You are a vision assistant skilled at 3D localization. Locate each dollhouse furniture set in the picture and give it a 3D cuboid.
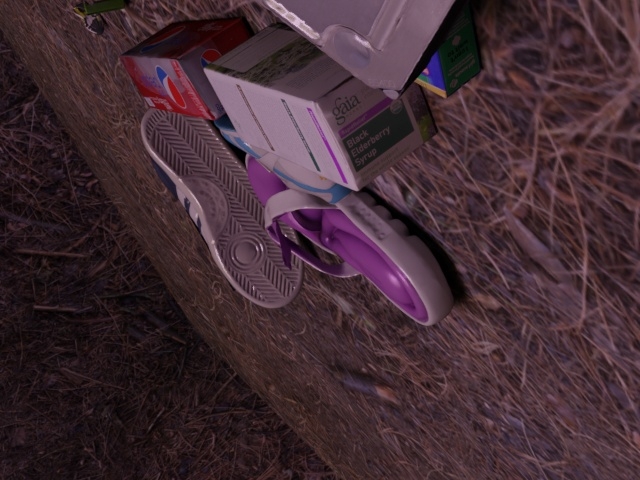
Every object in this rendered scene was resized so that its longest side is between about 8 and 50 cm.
[{"bbox_3d":[-0.332,-0.408,1.332,0.076,0.059,0.151,-155,50,-74],"label":"dollhouse furniture set"}]

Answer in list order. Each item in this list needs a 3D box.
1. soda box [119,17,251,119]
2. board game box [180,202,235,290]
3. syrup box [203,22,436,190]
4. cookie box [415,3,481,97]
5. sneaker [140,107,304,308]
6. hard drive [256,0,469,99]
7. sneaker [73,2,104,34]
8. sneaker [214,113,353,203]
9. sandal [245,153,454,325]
[{"bbox_3d":[-0.157,-0.211,1.118,0.083,0.092,0.263,61,163,-24],"label":"soda box"},{"bbox_3d":[-0.197,-0.051,1.591,0.165,0.042,0.243,-115,-1,-53],"label":"board game box"},{"bbox_3d":[-0.008,-0.131,0.854,0.237,0.093,0.096,30,152,55],"label":"syrup box"},{"bbox_3d":[0.065,-0.168,0.659,0.092,0.040,0.107,38,159,42],"label":"cookie box"},{"bbox_3d":[-0.142,-0.056,1.390,0.350,0.131,0.148,59,173,-3],"label":"sneaker"},{"bbox_3d":[-0.041,-0.253,0.526,0.339,0.064,0.237,38,153,2],"label":"hard drive"},{"bbox_3d":[-0.389,-0.375,1.571,0.083,0.031,0.035,49,178,30],"label":"sneaker"},{"bbox_3d":[-0.044,-0.108,1.030,0.229,0.087,0.092,37,160,52],"label":"sneaker"},{"bbox_3d":[-0.006,-0.012,1.095,0.416,0.102,0.169,32,154,53],"label":"sandal"}]
